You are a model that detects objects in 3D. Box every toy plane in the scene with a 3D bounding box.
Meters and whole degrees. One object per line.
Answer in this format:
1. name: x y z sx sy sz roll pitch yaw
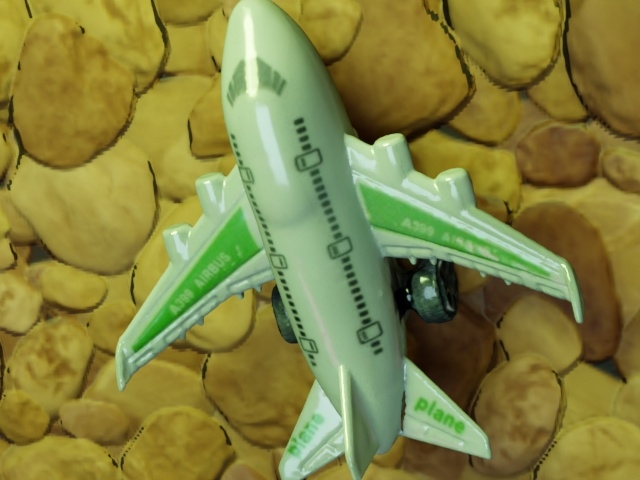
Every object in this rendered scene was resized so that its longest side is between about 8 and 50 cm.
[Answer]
1. toy plane: 0.002 -0.001 0.838 0.251 0.101 0.255 -11 102 21
